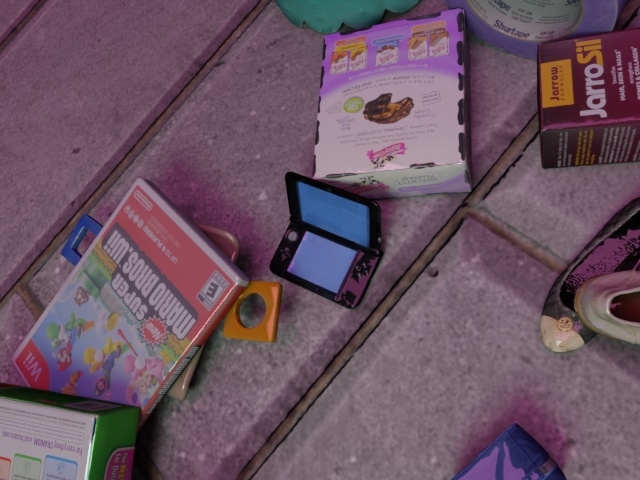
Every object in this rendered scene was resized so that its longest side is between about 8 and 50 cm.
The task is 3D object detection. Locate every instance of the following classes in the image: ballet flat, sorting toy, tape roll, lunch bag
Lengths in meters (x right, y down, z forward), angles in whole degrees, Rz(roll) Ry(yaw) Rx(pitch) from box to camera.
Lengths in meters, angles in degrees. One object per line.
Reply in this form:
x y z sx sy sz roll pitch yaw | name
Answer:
0.254 0.026 0.501 0.057 0.049 0.173 34 85 30 | ballet flat
-0.189 0.070 0.664 0.347 0.047 0.196 14 82 29 | sorting toy
0.217 -0.274 0.554 0.189 0.189 0.080 26 81 28 | tape roll
0.153 0.209 0.459 0.098 0.067 0.065 -44 60 2 | lunch bag

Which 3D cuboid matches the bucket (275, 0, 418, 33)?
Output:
0.022 -0.427 0.695 0.281 0.183 0.281 -9 66 20 | bucket

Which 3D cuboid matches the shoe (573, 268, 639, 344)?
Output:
0.322 0.064 0.436 0.218 0.058 0.077 5 79 10 | shoe

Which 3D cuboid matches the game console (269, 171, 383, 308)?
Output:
0.000 0.000 0.598 0.122 0.071 0.107 23 82 28 | game console

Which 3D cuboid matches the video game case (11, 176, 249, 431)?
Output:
-0.229 0.095 0.634 0.204 0.025 0.285 40 97 28 | video game case

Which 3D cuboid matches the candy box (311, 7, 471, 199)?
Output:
0.084 -0.148 0.626 0.164 0.070 0.196 -3 68 21 | candy box

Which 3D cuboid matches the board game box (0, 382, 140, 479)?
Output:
-0.323 0.321 0.574 0.242 0.064 0.317 2 82 22 | board game box

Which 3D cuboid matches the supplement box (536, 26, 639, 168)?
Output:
0.308 -0.138 0.526 0.188 0.081 0.104 -2 69 21 | supplement box
